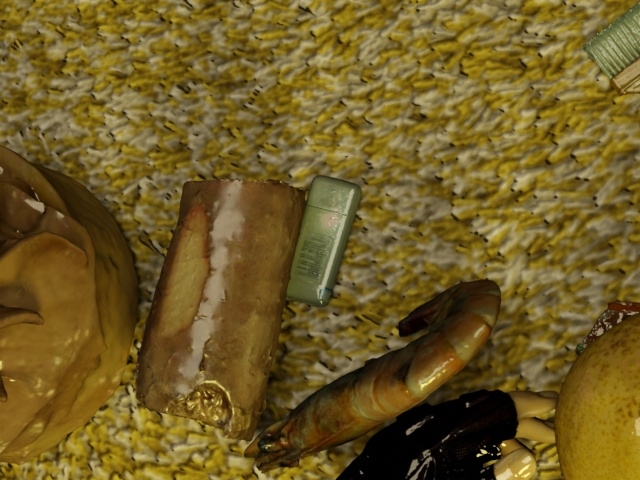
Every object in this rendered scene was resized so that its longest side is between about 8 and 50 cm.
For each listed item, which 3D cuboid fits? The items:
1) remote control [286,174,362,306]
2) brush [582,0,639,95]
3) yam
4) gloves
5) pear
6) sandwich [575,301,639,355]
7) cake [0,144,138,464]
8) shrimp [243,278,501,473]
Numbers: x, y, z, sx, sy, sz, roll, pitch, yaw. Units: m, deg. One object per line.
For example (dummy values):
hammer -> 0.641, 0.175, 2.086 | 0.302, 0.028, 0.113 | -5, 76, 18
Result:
remote control -> 0.000, 0.000, 1.215 | 0.053, 0.018, 0.124 | 14, 84, 20
brush -> 0.330, -0.118, 1.145 | 0.082, 0.010, 0.218 | -36, 73, 7
yam -> -0.092, 0.057, 1.173 | 0.128, 0.129, 0.238 | 8, 84, 36
gloves -> 0.114, 0.186, 1.086 | 0.203, 0.164, 0.124 | -43, 110, -4
pear -> 0.275, 0.144, 1.029 | 0.178, 0.178, 0.178 | -3, 79, 16
sandwich -> 0.273, 0.087, 1.114 | 0.101, 0.026, 0.069 | -4, 80, 16
cake -> -0.365, 0.051, 1.155 | 0.332, 0.321, 0.332 | -2, 81, 15
shrimp -> 0.048, 0.118, 1.137 | 0.296, 0.169, 0.058 | -33, 101, 37
